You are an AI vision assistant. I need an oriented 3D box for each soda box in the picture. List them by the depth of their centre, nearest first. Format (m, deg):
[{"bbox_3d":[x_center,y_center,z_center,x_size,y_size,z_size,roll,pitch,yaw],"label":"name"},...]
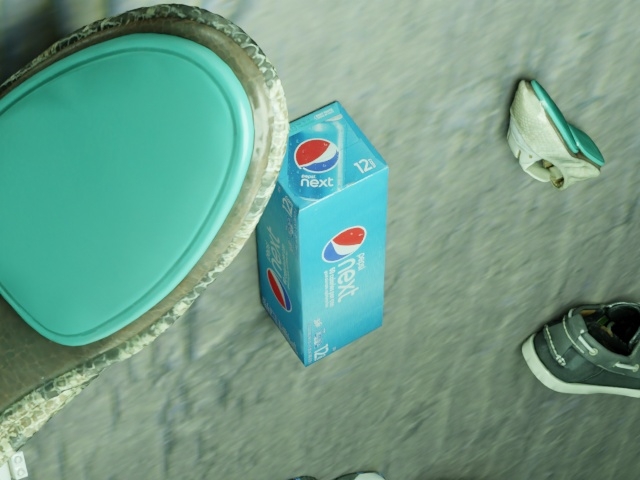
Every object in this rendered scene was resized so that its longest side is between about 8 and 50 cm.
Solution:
[{"bbox_3d":[0.000,0.000,1.249,0.071,0.067,0.210,-27,151,-16],"label":"soda box"}]

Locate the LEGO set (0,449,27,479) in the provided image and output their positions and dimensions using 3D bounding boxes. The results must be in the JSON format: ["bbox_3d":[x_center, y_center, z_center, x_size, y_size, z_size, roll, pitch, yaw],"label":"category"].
[{"bbox_3d":[-0.288,0.212,1.201,0.227,0.093,0.087,-18,104,-31],"label":"LEGO set"}]

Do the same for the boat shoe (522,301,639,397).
[{"bbox_3d":[0.296,0.099,1.707,0.233,0.084,0.079,2,135,-45],"label":"boat shoe"}]

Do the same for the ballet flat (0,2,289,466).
[{"bbox_3d":[-0.169,0.025,1.049,0.483,0.164,0.182,-44,173,27],"label":"ballet flat"}]

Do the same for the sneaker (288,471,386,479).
[{"bbox_3d":[0.000,0.269,1.650,0.211,0.081,0.080,-6,142,-40],"label":"sneaker"}]

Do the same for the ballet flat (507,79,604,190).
[{"bbox_3d":[0.170,-0.071,1.341,0.052,0.057,0.168,-32,153,14],"label":"ballet flat"}]
